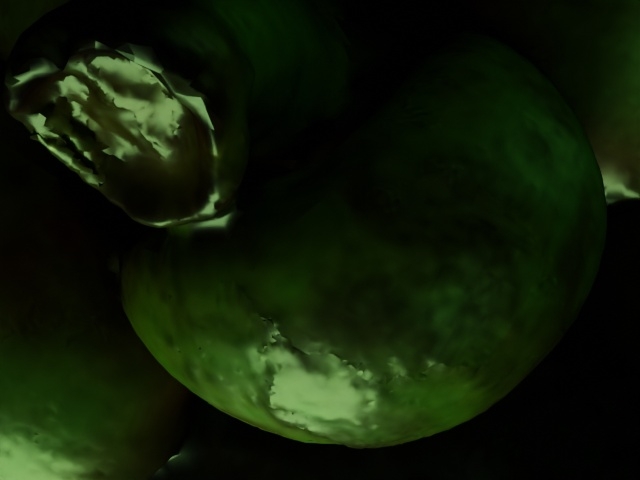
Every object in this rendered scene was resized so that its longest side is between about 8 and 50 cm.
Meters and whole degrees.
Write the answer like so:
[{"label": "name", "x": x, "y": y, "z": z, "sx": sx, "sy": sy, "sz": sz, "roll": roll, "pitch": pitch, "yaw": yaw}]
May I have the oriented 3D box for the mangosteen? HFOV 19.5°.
[{"label": "mangosteen", "x": 0.013, "y": 0.010, "z": 0.508, "sx": 0.311, "sy": 0.311, "sz": 0.311, "roll": 12, "pitch": 176, "yaw": 1}]
